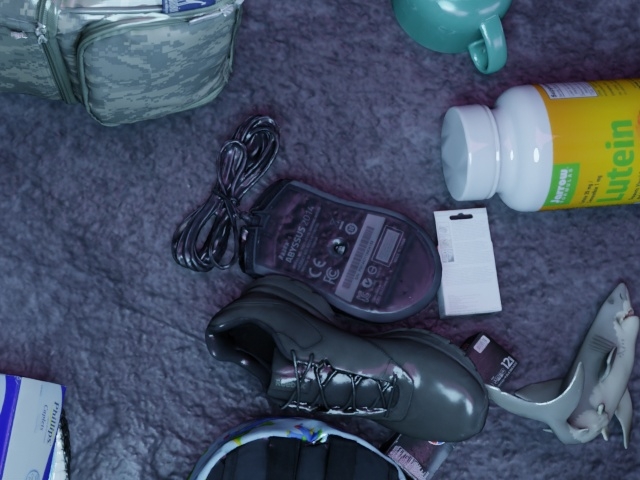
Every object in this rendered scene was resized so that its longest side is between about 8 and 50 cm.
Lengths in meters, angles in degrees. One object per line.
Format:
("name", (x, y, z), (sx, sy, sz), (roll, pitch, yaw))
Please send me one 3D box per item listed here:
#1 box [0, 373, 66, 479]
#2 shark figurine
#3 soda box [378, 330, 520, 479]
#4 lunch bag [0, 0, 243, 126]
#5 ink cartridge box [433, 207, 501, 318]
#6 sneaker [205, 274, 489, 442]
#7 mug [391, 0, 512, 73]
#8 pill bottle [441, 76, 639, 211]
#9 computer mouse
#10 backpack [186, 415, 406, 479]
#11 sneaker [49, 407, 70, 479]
("box", (-0.324, 0.187, 1.122), (0.137, 0.072, 0.126), (1, 74, 27))
("shark figurine", (0.246, 0.160, 1.219), (0.116, 0.278, 0.166), (5, 108, 30))
("soda box", (0.130, 0.175, 1.231), (0.053, 0.060, 0.169), (41, 74, 1))
("lunch bag", (-0.197, -0.242, 1.152), (0.256, 0.305, 0.213), (11, 76, -5))
("ink cartridge box", (0.155, 0.025, 1.286), (0.062, 0.029, 0.115), (-4, 77, -9))
("sneaker", (0.017, 0.127, 1.121), (0.286, 0.130, 0.109), (18, 111, 24))
("mug", (0.162, -0.278, 1.320), (0.157, 0.097, 0.129), (30, 74, -1))
("pill bottle", (0.261, -0.101, 1.275), (0.245, 0.136, 0.136), (-5, 78, -10))
("computer mouse", (0.000, 0.000, 1.253), (0.272, 0.072, 0.189), (26, 76, 10))
("backpack", (-0.041, 0.337, 1.089), (0.290, 0.273, 0.356), (7, 95, -4))
("sneaker", (-0.282, 0.217, 1.158), (0.073, 0.063, 0.162), (-3, 78, -6))
